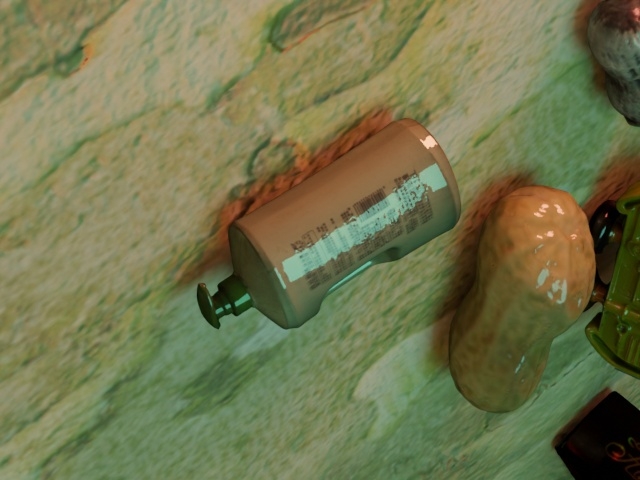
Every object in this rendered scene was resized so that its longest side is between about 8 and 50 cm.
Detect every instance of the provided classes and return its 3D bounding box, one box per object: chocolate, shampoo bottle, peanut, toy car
[{"bbox_3d":[0.296,-0.166,1.183,0.072,0.072,0.167,-44,138,-3],"label":"chocolate"},{"bbox_3d":[0.000,0.000,1.050,0.234,0.087,0.118,-32,138,-16],"label":"shampoo bottle"},{"bbox_3d":[0.198,0.067,1.252,0.124,0.123,0.256,-10,126,-36],"label":"peanut"},{"bbox_3d":[0.387,0.034,1.353,0.142,0.200,0.247,-38,147,-45],"label":"toy car"}]

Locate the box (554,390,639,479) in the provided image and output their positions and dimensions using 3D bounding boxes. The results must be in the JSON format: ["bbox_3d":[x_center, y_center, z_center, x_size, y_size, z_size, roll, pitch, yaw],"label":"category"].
[{"bbox_3d":[0.479,0.383,1.651,0.116,0.264,0.415,-44,142,-3],"label":"box"}]
